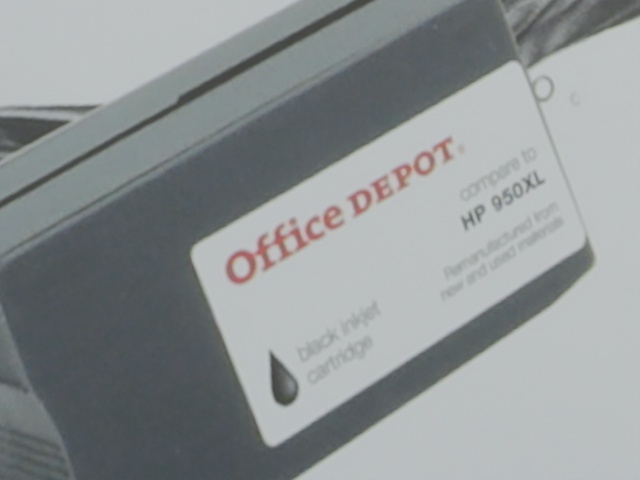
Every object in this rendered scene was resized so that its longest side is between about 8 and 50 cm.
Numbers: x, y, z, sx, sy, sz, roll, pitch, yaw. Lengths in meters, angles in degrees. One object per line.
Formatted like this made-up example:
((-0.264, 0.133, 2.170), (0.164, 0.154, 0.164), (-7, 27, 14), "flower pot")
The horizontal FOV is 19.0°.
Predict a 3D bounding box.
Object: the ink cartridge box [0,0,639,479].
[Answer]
((0.000, 0.000, 0.533), (0.285, 0.395, 0.166), (-18, -7, -15), "ink cartridge box")
